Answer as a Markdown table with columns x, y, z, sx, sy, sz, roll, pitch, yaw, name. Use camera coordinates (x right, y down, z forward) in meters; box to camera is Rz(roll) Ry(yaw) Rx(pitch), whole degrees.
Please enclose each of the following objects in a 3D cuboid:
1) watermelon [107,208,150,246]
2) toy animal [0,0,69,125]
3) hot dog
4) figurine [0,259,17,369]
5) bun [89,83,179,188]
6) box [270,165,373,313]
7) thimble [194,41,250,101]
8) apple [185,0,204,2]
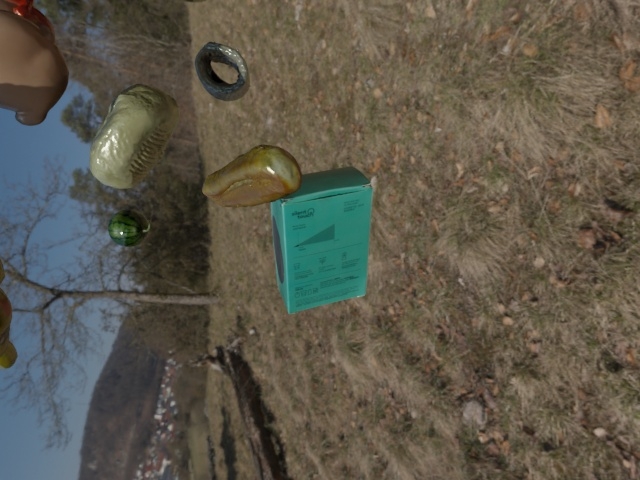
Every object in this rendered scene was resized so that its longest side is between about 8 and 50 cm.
| x | y | z | sx | sy | sz | roll | pitch | yaw | name |
| --- | --- | --- | --- | --- | --- | --- | --- | --- | --- |
| -0.482 | -0.029 | 1.191 | 0.109 | 0.108 | 0.109 | -168 | 90 | -74 | watermelon |
| -0.445 | -0.268 | 0.648 | 0.198 | 0.171 | 0.171 | 46 | 129 | 34 | toy animal |
| -0.110 | -0.092 | 0.705 | 0.285 | 0.087 | 0.061 | 1 | 59 | 56 | hot dog |
| -0.556 | 0.086 | 0.669 | 0.218 | 0.169 | 0.327 | -27 | -67 | -59 | figurine |
| -0.327 | -0.181 | 0.806 | 0.188 | 0.111 | 0.164 | -58 | 11 | 8 | bun |
| 0.000 | 0.000 | 1.062 | 0.118 | 0.205 | 0.312 | -124 | 27 | -49 | box |
| -0.208 | -0.358 | 1.008 | 0.102 | 0.115 | 0.090 | -40 | 7 | -2 | thimble |
| -0.224 | -0.602 | 0.865 | 0.254 | 0.291 | 0.292 | 61 | -178 | -26 | apple |
